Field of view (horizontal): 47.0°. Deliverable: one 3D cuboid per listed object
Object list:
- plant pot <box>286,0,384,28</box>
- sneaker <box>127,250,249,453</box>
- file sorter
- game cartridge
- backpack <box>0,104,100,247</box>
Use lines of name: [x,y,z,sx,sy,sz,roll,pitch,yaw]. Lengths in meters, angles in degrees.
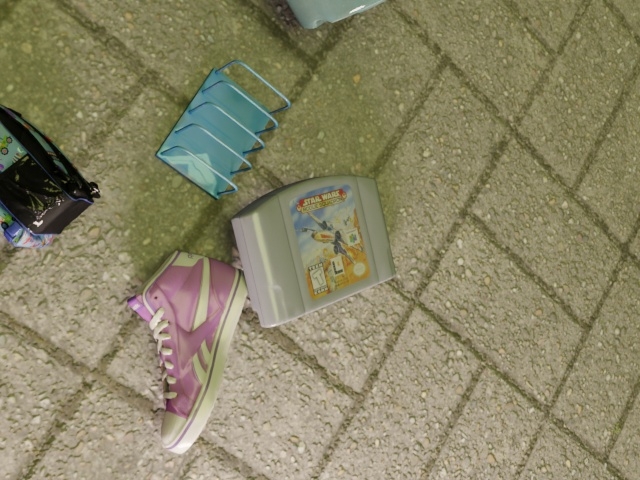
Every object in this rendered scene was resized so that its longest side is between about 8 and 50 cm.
plant pot: [0.014,-0.520,1.084,0.341,0.341,0.334,-38,114,-24]
sneaker: [-0.218,0.152,1.064,0.161,0.102,0.282,22,68,-23]
file sorter: [-0.140,-0.166,1.102,0.118,0.104,0.170,37,72,-23]
game cartridge: [0.000,0.000,1.162,0.297,0.062,0.198,-19,102,-43]
backpack: [-0.388,-0.088,0.943,0.117,0.158,0.173,-43,95,-4]
